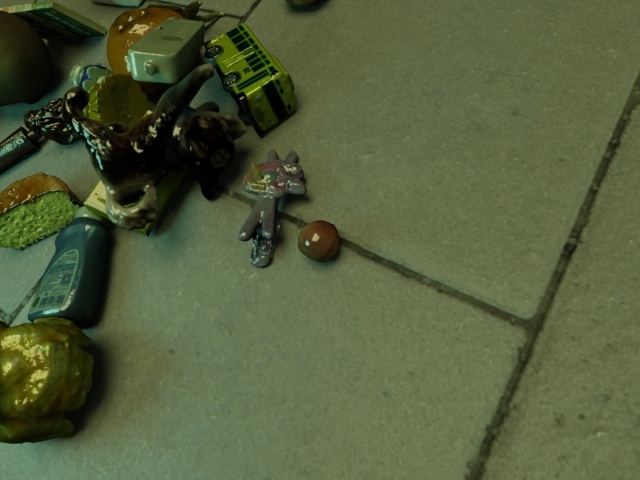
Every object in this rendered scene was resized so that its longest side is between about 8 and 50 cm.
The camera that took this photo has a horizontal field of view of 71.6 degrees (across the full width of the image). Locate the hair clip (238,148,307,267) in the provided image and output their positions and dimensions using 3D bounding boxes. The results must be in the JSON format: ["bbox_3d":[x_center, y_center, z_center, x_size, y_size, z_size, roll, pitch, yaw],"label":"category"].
[{"bbox_3d":[-0.098,-0.087,0.918,0.136,0.090,0.279,4,66,10],"label":"hair clip"}]

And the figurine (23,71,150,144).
[{"bbox_3d":[-0.622,-0.322,1.180,0.315,0.188,0.168,1,28,28],"label":"figurine"}]

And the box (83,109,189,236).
[{"bbox_3d":[-0.403,-0.162,1.037,0.153,0.041,0.279,25,70,-3],"label":"box"}]

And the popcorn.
[{"bbox_3d":[-0.556,0.241,0.801,0.276,0.276,0.226,-34,54,-1],"label":"popcorn"}]

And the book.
[{"bbox_3d":[-0.857,-0.689,1.401,0.264,0.202,0.027,4,93,19],"label":"book"}]

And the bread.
[{"bbox_3d":[-0.703,-0.085,1.085,0.260,0.129,0.134,-22,59,3],"label":"bread"}]

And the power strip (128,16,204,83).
[{"bbox_3d":[-0.321,-0.414,0.954,0.091,0.062,0.385,4,35,-7],"label":"power strip"}]

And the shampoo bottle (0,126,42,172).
[{"bbox_3d":[-0.862,-0.263,1.260,0.236,0.068,0.067,-37,39,-3],"label":"shampoo bottle"}]

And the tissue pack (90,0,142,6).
[{"bbox_3d":[-0.720,-0.944,1.387,0.265,0.356,0.194,19,71,25],"label":"tissue pack"}]

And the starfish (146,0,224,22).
[{"bbox_3d":[-0.381,-0.646,1.263,0.223,0.050,0.216,-14,11,-28],"label":"starfish"}]

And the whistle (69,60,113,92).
[{"bbox_3d":[-0.645,-0.452,1.265,0.244,0.092,0.110,25,94,32],"label":"whistle"}]

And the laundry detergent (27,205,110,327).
[{"bbox_3d":[-0.542,0.049,0.991,0.143,0.094,0.290,-13,57,26],"label":"laundry detergent"}]

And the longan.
[{"bbox_3d":[-0.960,-0.535,1.314,0.297,0.297,0.298,-7,62,14],"label":"longan"}]

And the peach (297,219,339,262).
[{"bbox_3d":[-0.002,0.000,0.848,0.083,0.083,0.083,-7,62,14],"label":"peach"}]

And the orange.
[{"bbox_3d":[-0.448,-0.513,1.187,0.248,0.183,0.249,-8,61,15],"label":"orange"}]

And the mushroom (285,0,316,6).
[{"bbox_3d":[-0.045,-0.701,1.197,0.147,0.112,0.148,-3,64,6],"label":"mushroom"}]

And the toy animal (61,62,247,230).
[{"bbox_3d":[-0.319,-0.186,0.947,0.344,0.194,0.303,-20,71,-14],"label":"toy animal"}]

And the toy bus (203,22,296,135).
[{"bbox_3d":[-0.167,-0.393,1.071,0.150,0.128,0.262,-31,58,-3],"label":"toy bus"}]
